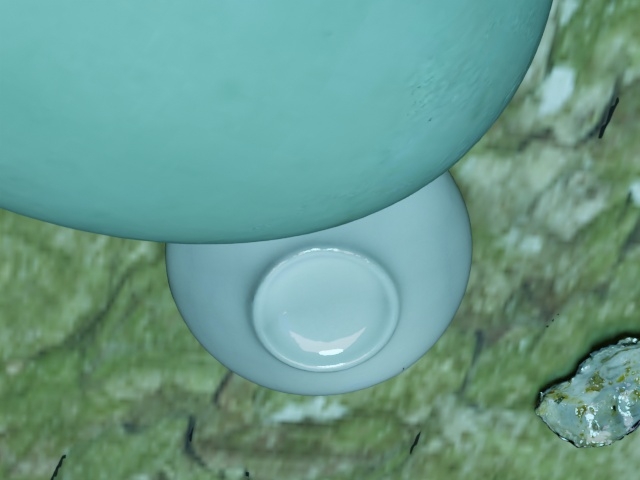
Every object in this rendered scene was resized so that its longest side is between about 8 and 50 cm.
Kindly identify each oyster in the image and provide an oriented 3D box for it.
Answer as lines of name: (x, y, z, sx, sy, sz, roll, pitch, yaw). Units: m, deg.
oyster: (0.154, 0.074, 0.940, 0.054, 0.019, 0.083, 36, 115, -23)

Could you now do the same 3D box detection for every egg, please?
egg: (-0.089, -0.153, 0.615, 0.389, 0.276, 0.276, 33, 114, -24)

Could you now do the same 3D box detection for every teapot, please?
teapot: (0.000, 0.000, 0.838, 0.145, 0.092, 0.226, -3, 120, -5)
